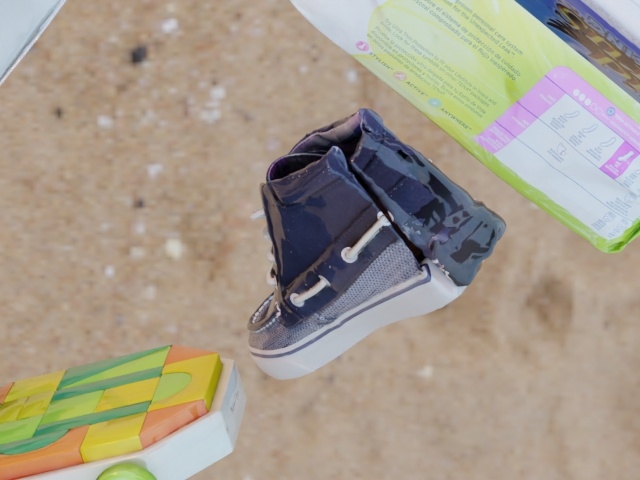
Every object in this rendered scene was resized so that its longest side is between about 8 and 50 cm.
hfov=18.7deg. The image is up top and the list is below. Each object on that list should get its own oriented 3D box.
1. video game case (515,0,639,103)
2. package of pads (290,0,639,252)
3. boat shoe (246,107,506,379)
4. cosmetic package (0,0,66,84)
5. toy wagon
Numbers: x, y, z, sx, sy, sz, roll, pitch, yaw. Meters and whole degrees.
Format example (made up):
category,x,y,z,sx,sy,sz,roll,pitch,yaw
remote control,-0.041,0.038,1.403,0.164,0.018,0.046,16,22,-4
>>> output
category,x,y,z,sx,sy,sz,roll,pitch,yaw
video game case,0.164,-0.143,0.564,0.269,0.061,0.244,41,86,7
package of pads,0.101,-0.145,1.225,0.296,0.101,0.229,36,24,-24
boat shoe,0.000,0.000,1.583,0.158,0.340,0.127,44,55,-11
cosmetic package,-0.362,-0.215,1.651,0.153,0.296,0.129,42,76,-30
toy wagon,-0.236,0.177,1.616,0.267,0.344,0.068,-77,153,-71
